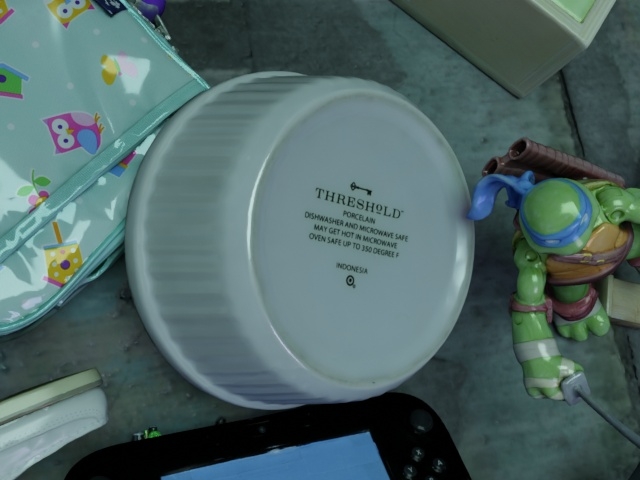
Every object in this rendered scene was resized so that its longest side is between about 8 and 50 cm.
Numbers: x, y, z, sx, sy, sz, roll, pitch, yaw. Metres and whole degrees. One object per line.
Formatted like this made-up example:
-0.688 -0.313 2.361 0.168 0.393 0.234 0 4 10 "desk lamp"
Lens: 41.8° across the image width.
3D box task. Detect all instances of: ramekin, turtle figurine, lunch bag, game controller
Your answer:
0.000 0.000 0.637 0.272 0.127 0.273 0 91 -37 "ramekin"
0.247 0.047 0.653 0.274 0.266 0.198 20 92 23 "turtle figurine"
-0.217 -0.071 0.649 0.224 0.108 0.279 44 68 -3 "lunch bag"
-0.024 0.208 0.623 0.319 0.067 0.166 -6 43 -25 "game controller"

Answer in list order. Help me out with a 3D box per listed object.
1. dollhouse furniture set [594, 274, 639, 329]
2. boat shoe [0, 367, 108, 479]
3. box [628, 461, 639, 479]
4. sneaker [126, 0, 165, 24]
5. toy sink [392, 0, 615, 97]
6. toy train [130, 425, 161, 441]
0.356 0.121 0.779 0.181 0.101 0.161 12 73 -14 "dollhouse furniture set"
-0.274 0.192 0.570 0.302 0.113 0.103 -28 87 -11 "boat shoe"
0.256 0.332 0.648 0.261 0.103 0.184 -44 118 -27 "box"
-0.139 -0.333 0.742 0.146 0.102 0.294 -6 78 -19 "sneaker"
0.168 -0.283 0.808 0.234 0.131 0.153 37 68 -5 "toy sink"
-0.136 0.189 0.658 0.023 0.017 0.083 -3 77 -7 "toy train"
